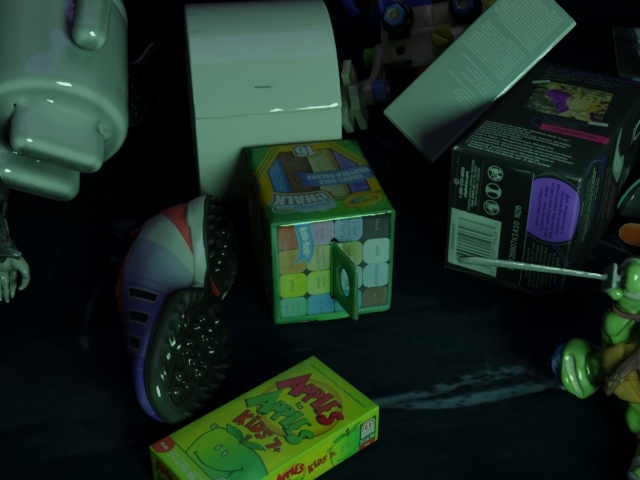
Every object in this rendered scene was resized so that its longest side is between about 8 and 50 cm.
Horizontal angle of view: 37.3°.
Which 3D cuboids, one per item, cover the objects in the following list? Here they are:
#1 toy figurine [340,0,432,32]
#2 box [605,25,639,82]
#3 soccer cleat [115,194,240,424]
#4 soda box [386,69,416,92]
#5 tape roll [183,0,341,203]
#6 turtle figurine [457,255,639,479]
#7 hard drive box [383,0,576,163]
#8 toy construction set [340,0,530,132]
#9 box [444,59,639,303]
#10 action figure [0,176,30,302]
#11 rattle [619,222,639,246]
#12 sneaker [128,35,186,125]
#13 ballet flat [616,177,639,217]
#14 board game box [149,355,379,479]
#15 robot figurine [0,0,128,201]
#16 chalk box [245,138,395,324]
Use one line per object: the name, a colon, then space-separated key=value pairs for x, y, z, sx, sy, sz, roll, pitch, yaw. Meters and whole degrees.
toy figurine: x=0.142 y=-0.427 z=1.698 sx=0.362 sy=0.191 sz=0.217 roll=-7 pitch=64 yaw=-23
box: x=0.591 y=-0.234 z=1.414 sx=0.307 sy=0.077 sz=0.242 roll=7 pitch=34 yaw=10
soccer cleat: x=-0.157 y=0.070 z=0.951 sx=0.116 sy=0.109 sz=0.318 roll=-16 pitch=33 yaw=12
soda box: x=0.186 y=-0.255 z=1.465 sx=0.168 sy=0.053 sz=0.060 roll=12 pitch=36 yaw=17
tape roll: x=-0.076 y=-0.171 z=1.167 sx=0.169 sy=0.246 sz=0.246 roll=-5 pitch=34 yaw=-7
turtle figurine: x=0.287 y=0.116 z=0.755 sx=0.266 sy=0.274 sz=0.198 roll=-12 pitch=68 yaw=35
hard drive box: x=0.191 y=-0.207 z=1.185 sx=0.089 sy=0.232 sz=0.181 roll=46 pitch=7 yaw=1
toy construction set: x=0.176 y=-0.243 z=1.358 sx=0.327 sy=0.215 sz=0.151 roll=-3 pitch=-8 yaw=5
box: x=0.265 y=-0.077 z=1.096 sx=0.143 sy=0.165 sz=0.270 roll=19 pitch=37 yaw=26
action figure: x=-0.387 y=0.013 z=0.988 sx=0.164 sy=0.141 sz=0.276 roll=-4 pitch=24 yaw=-10
rattle: x=0.441 y=0.023 z=1.038 sx=0.142 sy=0.130 sz=0.199 roll=4 pitch=6 yaw=-14
sneaker: x=-0.287 y=-0.231 z=1.431 sx=0.097 sy=0.084 sz=0.235 roll=-13 pitch=25 yaw=31
ballet flat: x=0.436 y=-0.066 z=1.169 sx=0.074 sy=0.074 sz=0.203 roll=23 pitch=34 yaw=30
board game box: x=-0.046 y=0.176 z=0.825 sx=0.181 sy=0.043 sz=0.092 roll=-25 pitch=41 yaw=-33
robot figurine: x=-0.351 y=-0.228 z=1.229 sx=0.199 sy=0.300 sz=0.354 roll=18 pitch=52 yaw=-37
chalk box: x=0.000 y=0.000 z=1.010 sx=0.132 sy=0.132 sz=0.213 roll=-6 pitch=33 yaw=-10
